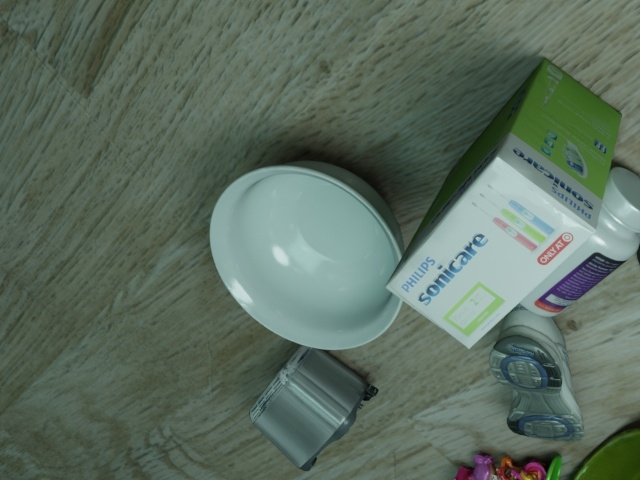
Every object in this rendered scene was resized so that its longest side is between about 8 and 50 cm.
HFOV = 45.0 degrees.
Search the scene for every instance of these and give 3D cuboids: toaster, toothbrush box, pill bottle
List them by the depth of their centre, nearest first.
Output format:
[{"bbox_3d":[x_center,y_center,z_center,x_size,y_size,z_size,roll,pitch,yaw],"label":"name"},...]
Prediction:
[{"bbox_3d":[0.212,-0.050,0.868,0.122,0.283,0.206,37,129,1],"label":"toothbrush box"},{"bbox_3d":[0.322,0.001,0.958,0.108,0.108,0.193,39,130,0],"label":"pill bottle"},{"bbox_3d":[-0.018,0.273,1.299,0.146,0.129,0.227,38,131,3],"label":"toaster"}]

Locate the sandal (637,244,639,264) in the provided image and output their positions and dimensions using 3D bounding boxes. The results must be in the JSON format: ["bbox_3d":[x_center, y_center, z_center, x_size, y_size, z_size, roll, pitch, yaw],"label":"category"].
[{"bbox_3d":[0.454,0.078,0.984,0.067,0.040,0.179,-23,108,36],"label":"sandal"}]

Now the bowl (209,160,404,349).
[{"bbox_3d":[0.000,0.000,1.106,0.298,0.134,0.297,13,126,19],"label":"bowl"}]

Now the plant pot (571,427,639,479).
[{"bbox_3d":[0.541,0.497,1.043,0.353,0.366,0.366,25,129,-3],"label":"plant pot"}]

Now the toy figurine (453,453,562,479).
[{"bbox_3d":[0.292,0.402,1.248,0.159,0.130,0.173,14,104,30],"label":"toy figurine"}]

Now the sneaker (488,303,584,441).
[{"bbox_3d":[0.316,0.187,1.087,0.111,0.129,0.297,2,140,24],"label":"sneaker"}]
